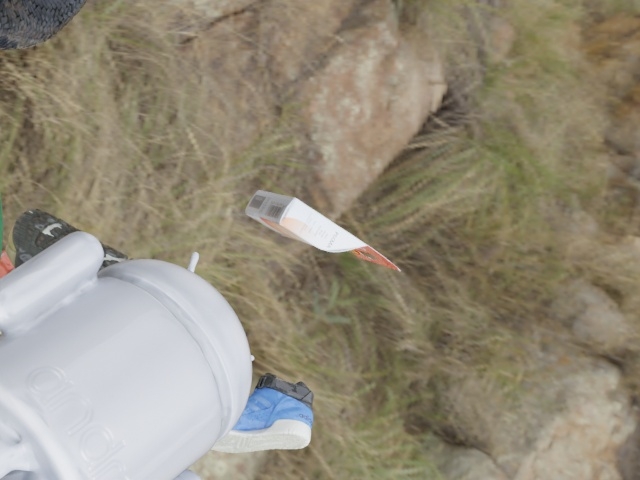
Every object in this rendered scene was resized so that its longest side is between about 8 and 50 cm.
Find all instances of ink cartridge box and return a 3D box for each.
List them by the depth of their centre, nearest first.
[{"bbox_3d":[0.000,0.000,1.600,0.179,0.145,0.045,36,83,-21],"label":"ink cartridge box"}]

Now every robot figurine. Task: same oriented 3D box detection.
[{"bbox_3d":[-0.201,0.147,1.120,0.353,0.200,0.300,-38,118,-41],"label":"robot figurine"}]

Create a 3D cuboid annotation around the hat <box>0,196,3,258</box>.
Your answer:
[{"bbox_3d":[-0.275,-0.013,0.591,0.208,0.183,0.173,-57,134,-61],"label":"hat"}]

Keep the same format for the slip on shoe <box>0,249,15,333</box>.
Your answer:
[{"bbox_3d":[-0.546,0.089,1.996,0.331,0.101,0.123,-35,159,-38],"label":"slip on shoe"}]

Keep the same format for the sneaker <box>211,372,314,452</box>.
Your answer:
[{"bbox_3d":[-0.080,0.199,1.441,0.058,0.152,0.084,64,27,-47],"label":"sneaker"}]

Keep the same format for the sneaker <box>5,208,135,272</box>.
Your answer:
[{"bbox_3d":[-0.291,0.089,1.470,0.158,0.410,0.182,27,83,10],"label":"sneaker"}]

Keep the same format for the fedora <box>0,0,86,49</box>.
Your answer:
[{"bbox_3d":[-0.189,-0.206,0.679,0.152,0.334,0.334,31,83,-3],"label":"fedora"}]
